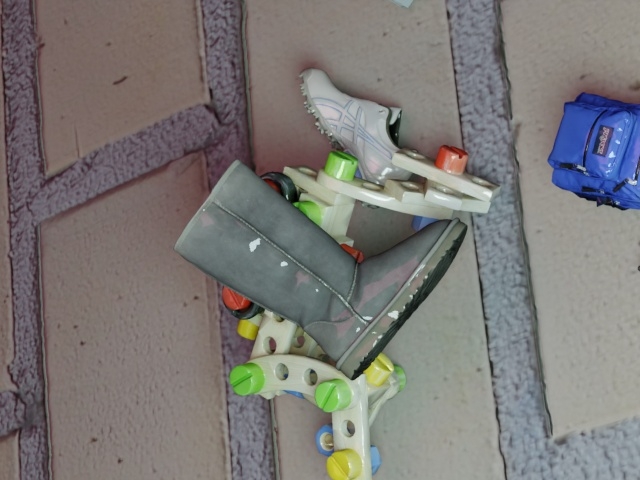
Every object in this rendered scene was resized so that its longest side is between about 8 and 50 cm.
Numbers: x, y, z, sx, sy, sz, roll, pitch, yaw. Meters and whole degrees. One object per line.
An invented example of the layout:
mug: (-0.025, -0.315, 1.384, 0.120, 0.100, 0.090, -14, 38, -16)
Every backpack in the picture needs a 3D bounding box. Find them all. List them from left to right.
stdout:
backpack: (0.267, -0.073, 1.575, 0.120, 0.101, 0.098, 17, 95, 39)

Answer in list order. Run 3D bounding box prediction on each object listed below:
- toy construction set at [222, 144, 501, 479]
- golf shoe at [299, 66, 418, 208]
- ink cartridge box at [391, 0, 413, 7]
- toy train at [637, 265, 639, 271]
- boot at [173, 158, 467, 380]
toy construction set: (0.025, 0.045, 1.705, 0.215, 0.151, 0.328, 29, 96, 32)
golf shoe: (0.042, -0.117, 1.820, 0.086, 0.069, 0.176, -34, 61, 9)
ink cartridge box: (0.082, -0.344, 1.835, 0.175, 0.072, 0.127, -55, 50, 13)
toy train: (0.340, -0.002, 1.538, 0.158, 0.027, 0.036, -29, 70, 31)
boot: (0.000, -0.001, 1.619, 0.208, 0.076, 0.190, 41, 88, 14)
